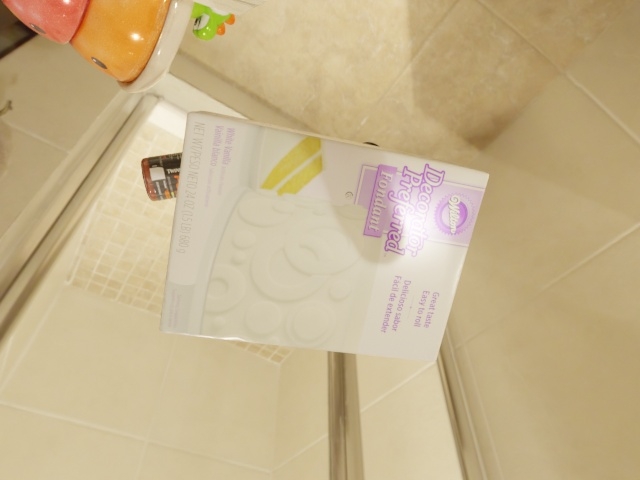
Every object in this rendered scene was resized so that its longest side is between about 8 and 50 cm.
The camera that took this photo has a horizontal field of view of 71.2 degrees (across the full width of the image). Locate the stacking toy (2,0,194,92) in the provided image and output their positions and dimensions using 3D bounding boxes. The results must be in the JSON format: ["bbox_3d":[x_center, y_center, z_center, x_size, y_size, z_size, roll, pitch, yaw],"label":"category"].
[{"bbox_3d":[-0.459,-0.465,0.684,0.479,0.351,0.350,8,136,-40],"label":"stacking toy"}]

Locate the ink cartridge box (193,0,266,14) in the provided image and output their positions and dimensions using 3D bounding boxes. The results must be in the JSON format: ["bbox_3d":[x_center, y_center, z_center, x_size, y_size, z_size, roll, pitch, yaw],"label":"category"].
[{"bbox_3d":[-0.087,-0.342,0.467,0.092,0.218,0.159,6,106,-24],"label":"ink cartridge box"}]

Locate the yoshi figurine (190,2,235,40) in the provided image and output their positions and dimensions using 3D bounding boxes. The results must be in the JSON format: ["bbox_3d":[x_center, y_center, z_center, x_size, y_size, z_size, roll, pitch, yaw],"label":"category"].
[{"bbox_3d":[-0.313,-0.759,1.246,0.203,0.203,0.362,20,101,-5],"label":"yoshi figurine"}]

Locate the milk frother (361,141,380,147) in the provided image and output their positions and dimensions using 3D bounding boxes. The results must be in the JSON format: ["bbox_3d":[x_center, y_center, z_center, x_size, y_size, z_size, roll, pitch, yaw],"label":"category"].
[{"bbox_3d":[0.085,-0.104,0.899,0.143,0.134,0.129,36,138,18],"label":"milk frother"}]

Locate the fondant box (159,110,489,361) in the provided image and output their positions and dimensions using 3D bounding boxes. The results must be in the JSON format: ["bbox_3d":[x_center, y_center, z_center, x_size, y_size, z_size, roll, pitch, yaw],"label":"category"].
[{"bbox_3d":[0.000,0.000,0.527,0.330,0.096,0.238,9,104,-13],"label":"fondant box"}]

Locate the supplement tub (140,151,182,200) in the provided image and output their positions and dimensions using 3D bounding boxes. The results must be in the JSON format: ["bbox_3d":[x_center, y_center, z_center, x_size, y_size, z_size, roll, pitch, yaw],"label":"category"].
[{"bbox_3d":[-0.315,-0.160,1.065,0.197,0.106,0.106,-12,133,-13],"label":"supplement tub"}]
